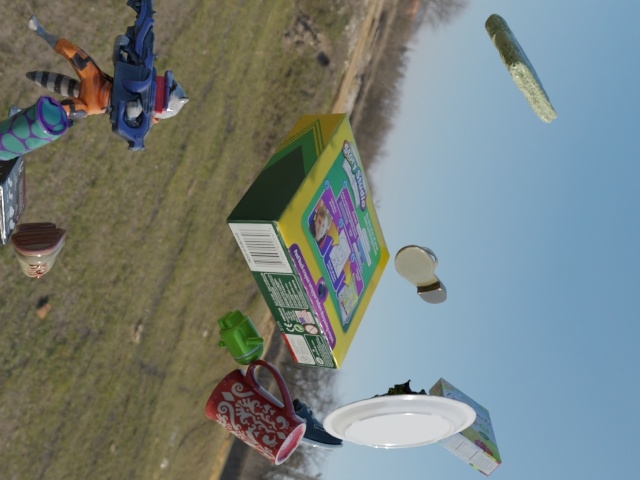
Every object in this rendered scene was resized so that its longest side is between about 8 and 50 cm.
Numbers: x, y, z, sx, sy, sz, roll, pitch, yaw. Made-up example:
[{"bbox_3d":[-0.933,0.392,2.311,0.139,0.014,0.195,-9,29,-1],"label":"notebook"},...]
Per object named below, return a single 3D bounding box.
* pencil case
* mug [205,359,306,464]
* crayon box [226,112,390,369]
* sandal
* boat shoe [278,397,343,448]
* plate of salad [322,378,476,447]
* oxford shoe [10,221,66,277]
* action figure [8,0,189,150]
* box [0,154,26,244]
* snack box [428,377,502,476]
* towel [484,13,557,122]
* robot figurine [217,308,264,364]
[{"bbox_3d":[-0.470,-0.179,1.016,0.064,0.151,0.070,41,45,-45],"label":"pencil case"},{"bbox_3d":[-0.117,0.324,1.202,0.113,0.169,0.150,-29,143,-48],"label":"mug"},{"bbox_3d":[0.000,0.000,1.178,0.313,0.106,0.363,-62,143,-41],"label":"crayon box"},{"bbox_3d":[0.231,0.054,1.460,0.240,0.088,0.079,53,33,-45],"label":"sandal"},{"bbox_3d":[-0.068,0.418,1.499,0.114,0.302,0.091,-4,-114,62],"label":"boat shoe"},{"bbox_3d":[0.102,0.230,0.837,0.200,0.199,0.048,110,-17,-54],"label":"plate of salad"},{"bbox_3d":[-0.694,0.033,1.578,0.348,0.123,0.130,-159,-113,-67],"label":"oxford shoe"},{"bbox_3d":[-0.438,-0.354,1.326,0.178,0.330,0.341,165,-64,-68],"label":"action figure"},{"bbox_3d":[-0.716,-0.113,1.227,0.142,0.247,0.163,-91,-163,-48],"label":"box"},{"bbox_3d":[0.219,0.282,0.977,0.037,0.100,0.141,-52,-175,17],"label":"snack box"},{"bbox_3d":[0.268,-0.226,0.847,0.027,0.148,0.110,-29,-125,25],"label":"towel"},{"bbox_3d":[-0.154,0.193,1.243,0.101,0.115,0.067,-15,-163,43],"label":"robot figurine"}]
